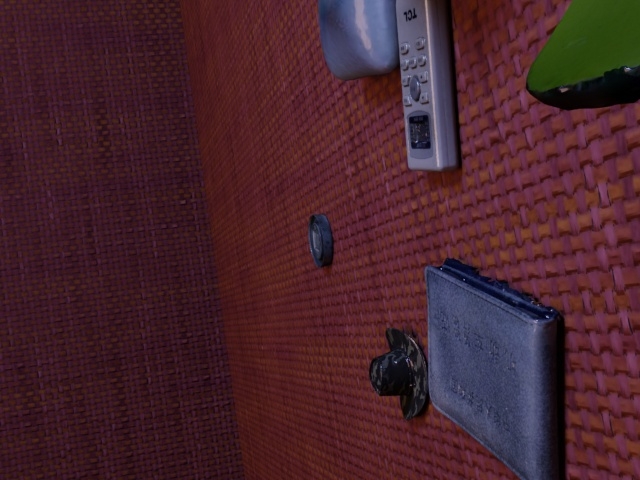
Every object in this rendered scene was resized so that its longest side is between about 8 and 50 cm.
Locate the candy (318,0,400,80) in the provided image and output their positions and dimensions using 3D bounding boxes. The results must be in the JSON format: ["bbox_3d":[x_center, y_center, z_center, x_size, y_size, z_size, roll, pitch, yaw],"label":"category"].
[{"bbox_3d":[0.043,-0.253,1.014,0.174,0.071,0.138,-158,62,-72],"label":"candy"}]

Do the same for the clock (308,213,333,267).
[{"bbox_3d":[0.000,0.000,1.392,0.085,0.017,0.085,173,90,-75],"label":"clock"}]

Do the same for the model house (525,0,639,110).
[{"bbox_3d":[0.244,-0.101,0.297,0.207,0.154,0.294,-56,18,-15],"label":"model house"}]

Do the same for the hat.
[{"bbox_3d":[0.088,0.164,1.082,0.121,0.051,0.121,170,90,-75],"label":"hat"}]

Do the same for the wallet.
[{"bbox_3d":[0.156,0.118,0.840,0.222,0.036,0.167,-145,49,-69],"label":"wallet"}]

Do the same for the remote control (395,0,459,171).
[{"bbox_3d":[0.106,-0.164,0.905,0.087,0.029,0.189,-159,63,-72],"label":"remote control"}]
